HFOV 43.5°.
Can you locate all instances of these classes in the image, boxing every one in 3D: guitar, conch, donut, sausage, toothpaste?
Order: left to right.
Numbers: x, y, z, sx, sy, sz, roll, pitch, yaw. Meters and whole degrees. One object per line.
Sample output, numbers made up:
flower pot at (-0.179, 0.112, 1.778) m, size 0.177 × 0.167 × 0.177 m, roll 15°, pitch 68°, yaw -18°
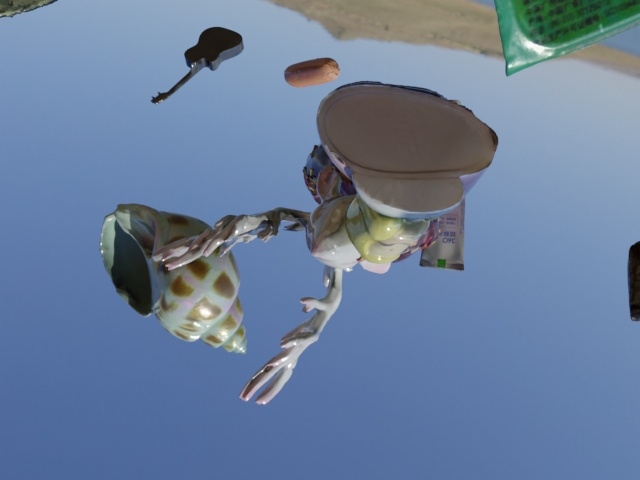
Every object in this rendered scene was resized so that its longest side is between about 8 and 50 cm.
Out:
conch at (-0.281, 0.083, 1.625) m, size 0.197 × 0.249 × 0.368 m, roll -12°, pitch -102°, yaw -63°
guitar at (-0.234, -0.322, 1.486) m, size 0.088 × 0.025 × 0.233 m, roll 24°, pitch -125°, yaw 23°
sausage at (-0.011, -0.220, 1.053) m, size 0.083 × 0.034 × 0.034 m, roll 0°, pitch -178°, yaw 43°
donut at (0.071, -0.057, 1.170) m, size 0.230 × 0.096 × 0.216 m, roll 55°, pitch 164°, yaw -25°
toothpaste at (0.223, -0.098, 1.409) m, size 0.075 × 0.301 × 0.048 m, roll 6°, pitch 174°, yaw -7°

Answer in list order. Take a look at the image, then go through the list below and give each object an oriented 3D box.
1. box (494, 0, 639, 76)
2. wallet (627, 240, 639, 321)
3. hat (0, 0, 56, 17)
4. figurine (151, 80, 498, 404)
box at (0.293, -0.406, 0.973) m, size 0.264 × 0.336 × 0.106 m, roll -23°, pitch -154°, yaw -4°
wallet at (0.513, 0.038, 1.033) m, size 0.232 × 0.122 × 0.031 m, roll -10°, pitch 149°, yaw 35°
hat at (-0.398, -0.384, 0.956) m, size 0.266 × 0.128 × 0.265 m, roll -1°, pitch -131°, yaw 1°
figurine at (-0.005, -0.012, 0.857) m, size 0.284 × 0.315 × 0.206 m, roll -32°, pitch -105°, yaw -32°
